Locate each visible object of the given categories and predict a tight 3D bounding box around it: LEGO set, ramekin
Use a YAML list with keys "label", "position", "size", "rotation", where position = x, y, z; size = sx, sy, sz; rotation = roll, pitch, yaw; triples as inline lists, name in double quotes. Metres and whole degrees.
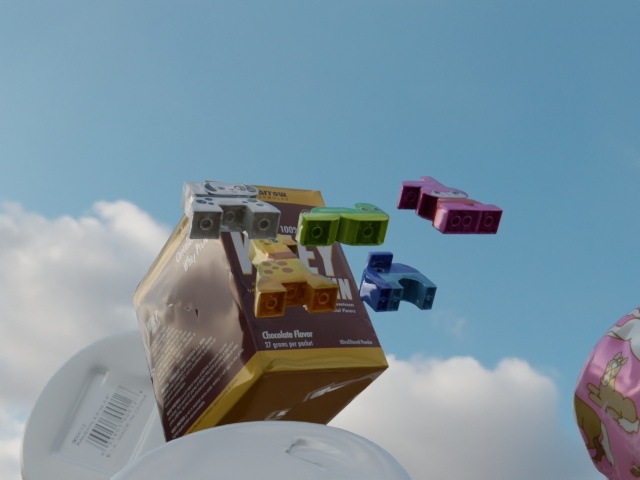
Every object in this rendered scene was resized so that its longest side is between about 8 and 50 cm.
- label: "LEGO set"
  position: [0.000, 0.000, 0.615]
  size: [0.227, 0.093, 0.087]
  rotation: [0, -66, -28]
- label: "ramekin"
  position: [-0.225, 0.242, 1.066]
  size: [0.277, 0.277, 0.135]
  rotation: [-5, -34, 21]

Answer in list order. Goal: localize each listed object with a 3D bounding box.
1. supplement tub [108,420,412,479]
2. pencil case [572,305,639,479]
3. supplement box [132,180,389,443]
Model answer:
- label: "supplement tub"
  position: [-0.022, 0.198, 0.392]
  size: [0.144, 0.144, 0.199]
  rotation: [0, -74, 15]
- label: "pencil case"
  position: [0.294, 0.171, 0.509]
  size: [0.160, 0.386, 0.167]
  rotation: [-20, -69, -2]
- label: "supplement box"
  position: [-0.066, 0.081, 0.819]
  size: [0.129, 0.194, 0.191]
  rotation: [3, -38, -35]
